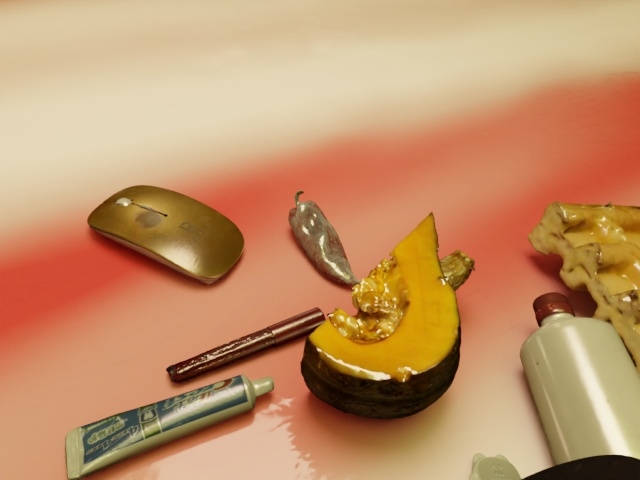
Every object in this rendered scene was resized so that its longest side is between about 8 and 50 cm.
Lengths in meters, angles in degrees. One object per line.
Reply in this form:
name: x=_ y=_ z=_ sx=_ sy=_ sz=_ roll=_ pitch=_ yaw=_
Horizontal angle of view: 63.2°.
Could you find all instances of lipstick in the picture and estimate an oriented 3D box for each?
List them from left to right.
lipstick: x=-0.076 y=0.113 z=0.560 sx=0.176 sy=0.027 sz=0.027 roll=-18 pitch=53 yaw=-23

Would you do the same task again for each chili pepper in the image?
chili pepper: x=0.000 y=0.000 z=0.667 sx=0.050 sy=0.041 sz=0.153 roll=-29 pitch=73 yaw=-8

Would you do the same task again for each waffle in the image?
waffle: x=0.459 y=0.091 z=0.622 sx=0.303 sy=0.078 sz=0.348 roll=2 pitch=46 yaw=-18

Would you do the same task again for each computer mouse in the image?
computer mouse: x=-0.191 y=-0.016 z=0.646 sx=0.198 sy=0.045 sz=0.102 roll=24 pitch=46 yaw=12

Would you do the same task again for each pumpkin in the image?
pumpkin: x=0.097 y=0.089 z=0.545 sx=0.125 sy=0.131 sz=0.248 roll=26 pitch=53 yaw=26

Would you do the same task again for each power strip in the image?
power strip: x=0.166 y=0.241 z=0.485 sx=0.055 sy=0.035 sz=0.083 roll=6 pitch=34 yaw=-5

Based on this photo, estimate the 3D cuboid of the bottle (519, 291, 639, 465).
bottle: x=0.270 y=0.160 z=0.523 sx=0.104 sy=0.104 sz=0.245 roll=3 pitch=48 yaw=-7

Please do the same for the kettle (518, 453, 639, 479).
kettle: x=0.181 y=0.313 z=0.305 sx=0.250 sy=0.207 sz=0.271 roll=-20 pitch=70 yaw=-40

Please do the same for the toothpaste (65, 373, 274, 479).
toothpaste: x=-0.136 y=0.167 z=0.494 sx=0.197 sy=0.035 sz=0.057 roll=-15 pitch=36 yaw=-20
